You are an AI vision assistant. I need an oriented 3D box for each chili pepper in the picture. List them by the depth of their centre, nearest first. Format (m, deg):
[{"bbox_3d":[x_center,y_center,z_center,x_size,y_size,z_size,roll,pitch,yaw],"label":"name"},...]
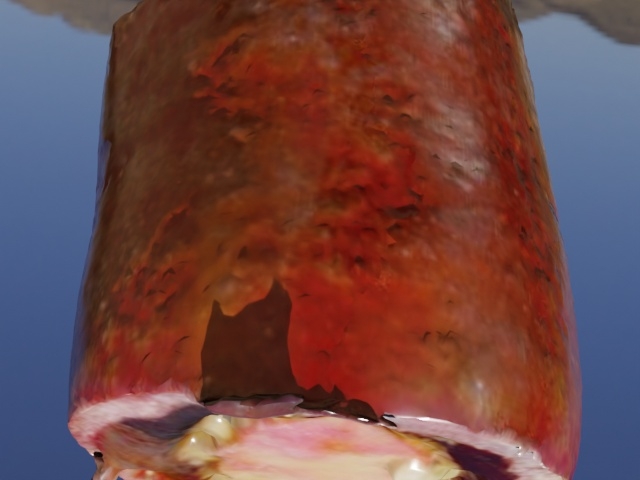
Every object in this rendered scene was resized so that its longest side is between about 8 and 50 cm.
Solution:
[{"bbox_3d":[0.000,0.000,0.754,0.251,0.229,0.305,2,-123,-10],"label":"chili pepper"}]
